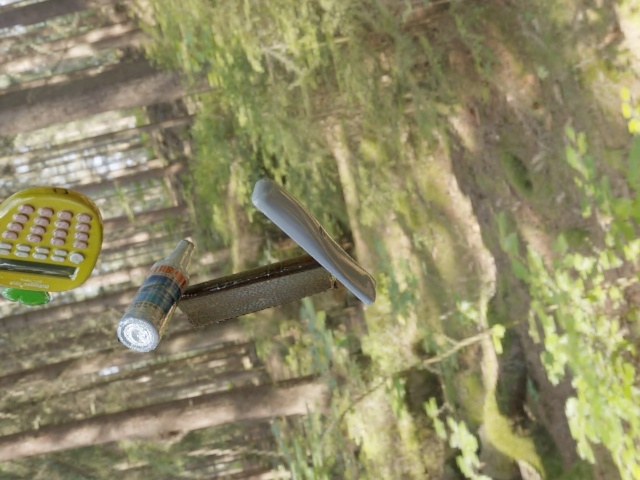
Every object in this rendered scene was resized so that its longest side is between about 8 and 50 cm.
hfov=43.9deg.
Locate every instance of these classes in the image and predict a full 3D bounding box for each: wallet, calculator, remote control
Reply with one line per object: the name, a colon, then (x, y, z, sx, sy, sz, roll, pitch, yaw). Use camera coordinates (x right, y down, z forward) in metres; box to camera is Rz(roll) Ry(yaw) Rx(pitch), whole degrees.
wallet: (-0.097, 0.073, 1.222, 0.133, 0.243, 0.039, 70, -177, -66)
calculator: (-0.363, 0.012, 1.033, 0.235, 0.146, 0.032, -53, 39, 41)
remote control: (0.000, 0.000, 0.866, 0.184, 0.027, 0.050, 43, -153, -21)

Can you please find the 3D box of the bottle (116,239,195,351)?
bottle: (-0.216, 0.066, 1.095, 0.217, 0.060, 0.060, -74, -26, -59)
